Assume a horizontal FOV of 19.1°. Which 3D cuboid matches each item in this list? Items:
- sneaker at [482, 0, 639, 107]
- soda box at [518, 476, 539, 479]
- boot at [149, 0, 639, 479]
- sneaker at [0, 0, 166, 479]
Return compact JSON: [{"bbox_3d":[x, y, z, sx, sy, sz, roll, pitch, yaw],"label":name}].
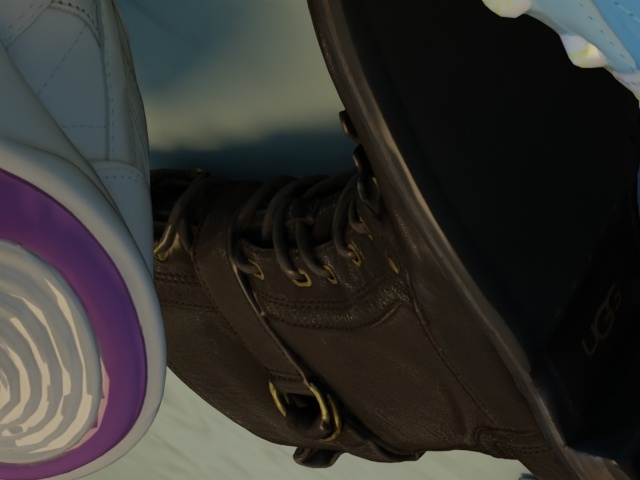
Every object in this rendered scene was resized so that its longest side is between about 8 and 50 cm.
[{"bbox_3d":[0.040,-0.085,0.400,0.208,0.127,0.319,-14,121,46],"label":"sneaker"},{"bbox_3d":[0.194,0.167,0.683,0.286,0.098,0.091,6,143,33],"label":"soda box"},{"bbox_3d":[0.000,0.000,0.597,0.229,0.091,0.263,7,137,44],"label":"boot"},{"bbox_3d":[-0.121,-0.084,0.527,0.114,0.152,0.305,-12,116,2],"label":"sneaker"}]
